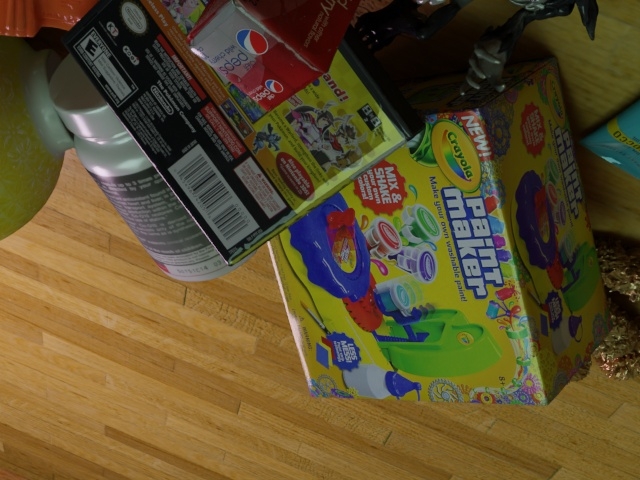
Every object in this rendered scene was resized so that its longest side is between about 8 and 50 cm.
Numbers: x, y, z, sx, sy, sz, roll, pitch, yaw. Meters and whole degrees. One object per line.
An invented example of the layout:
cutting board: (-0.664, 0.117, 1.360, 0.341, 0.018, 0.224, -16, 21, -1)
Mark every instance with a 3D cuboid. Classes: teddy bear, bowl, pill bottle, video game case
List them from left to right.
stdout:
bowl: (-0.365, -0.145, 1.367, 0.156, 0.289, 0.289, -15, 139, 5)
pill bottle: (-0.180, -0.096, 1.369, 0.161, 0.161, 0.283, 4, 143, 30)
video game case: (-0.078, -0.145, 1.089, 0.248, 0.035, 0.275, -34, 94, 34)
teddy bear: (0.267, 0.073, 1.370, 0.245, 0.113, 0.338, 7, 145, 22)

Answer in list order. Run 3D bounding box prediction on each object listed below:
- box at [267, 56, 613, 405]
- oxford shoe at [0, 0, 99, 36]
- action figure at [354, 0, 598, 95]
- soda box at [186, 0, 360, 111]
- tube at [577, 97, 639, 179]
box: (0.108, -0.006, 1.193, 0.279, 0.177, 0.290, -4, 109, 37)
oxford shoe: (-0.204, -0.268, 1.187, 0.364, 0.132, 0.130, 10, 139, -12)
action figure: (0.131, -0.209, 1.019, 0.276, 0.141, 0.164, -2, 136, 40)
soda box: (-0.005, -0.235, 0.949, 0.092, 0.263, 0.083, 37, 147, -20)
tube: (0.325, -0.116, 1.116, 0.080, 0.052, 0.207, 34, 153, -3)
